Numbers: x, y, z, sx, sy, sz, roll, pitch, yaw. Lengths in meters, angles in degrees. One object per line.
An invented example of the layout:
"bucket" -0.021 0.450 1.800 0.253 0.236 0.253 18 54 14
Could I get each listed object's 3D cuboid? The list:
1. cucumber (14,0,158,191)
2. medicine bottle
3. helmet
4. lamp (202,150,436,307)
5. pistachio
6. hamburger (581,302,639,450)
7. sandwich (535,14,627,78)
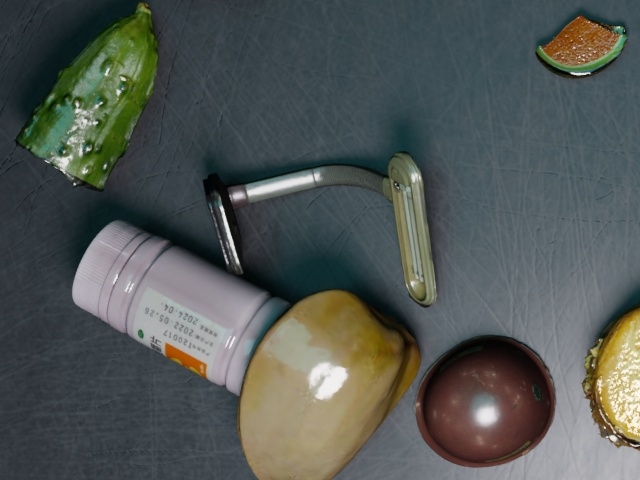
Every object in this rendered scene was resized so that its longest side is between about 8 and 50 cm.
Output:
"cucumber" -0.276 -0.192 1.608 0.134 0.134 0.244 30 93 14
"medicine bottle" -0.169 0.081 1.565 0.249 0.133 0.133 28 97 13
"helmet" 0.180 0.195 1.484 0.175 0.106 0.155 -20 84 19
"lamp" 0.003 -0.003 1.546 0.283 0.124 0.203 -9 108 12
"pistachio" -0.007 0.180 1.496 0.212 0.163 0.260 25 99 -29
"hamburger" 0.386 0.158 1.420 0.191 0.118 0.182 -46 75 7
"sandwich" 0.310 -0.225 1.490 0.101 0.026 0.069 -38 76 9
